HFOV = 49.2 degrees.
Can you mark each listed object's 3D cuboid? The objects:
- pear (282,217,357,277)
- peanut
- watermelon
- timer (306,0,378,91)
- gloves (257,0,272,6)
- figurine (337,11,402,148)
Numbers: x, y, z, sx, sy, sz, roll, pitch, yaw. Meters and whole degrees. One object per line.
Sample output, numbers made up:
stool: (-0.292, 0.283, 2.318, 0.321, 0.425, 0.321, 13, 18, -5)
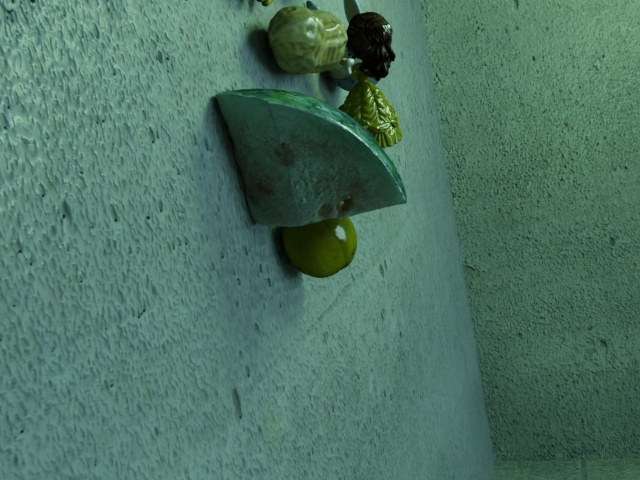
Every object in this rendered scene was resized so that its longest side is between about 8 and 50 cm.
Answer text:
pear: (0.000, 0.000, 1.413, 0.162, 0.149, 0.149, 60, 29, -30)
peanut: (-0.026, -0.432, 1.505, 0.325, 0.153, 0.140, -39, 114, -74)
watermelon: (-0.040, -0.137, 1.301, 0.258, 0.387, 0.228, -60, -170, 9)
timer: (0.070, -0.484, 1.771, 0.255, 0.175, 0.175, 41, 45, -52)
gloves: (-0.035, -0.573, 1.416, 0.294, 0.116, 0.133, -48, 161, -26)
figurine: (0.112, -0.392, 1.693, 0.168, 0.187, 0.315, -93, -178, -60)
